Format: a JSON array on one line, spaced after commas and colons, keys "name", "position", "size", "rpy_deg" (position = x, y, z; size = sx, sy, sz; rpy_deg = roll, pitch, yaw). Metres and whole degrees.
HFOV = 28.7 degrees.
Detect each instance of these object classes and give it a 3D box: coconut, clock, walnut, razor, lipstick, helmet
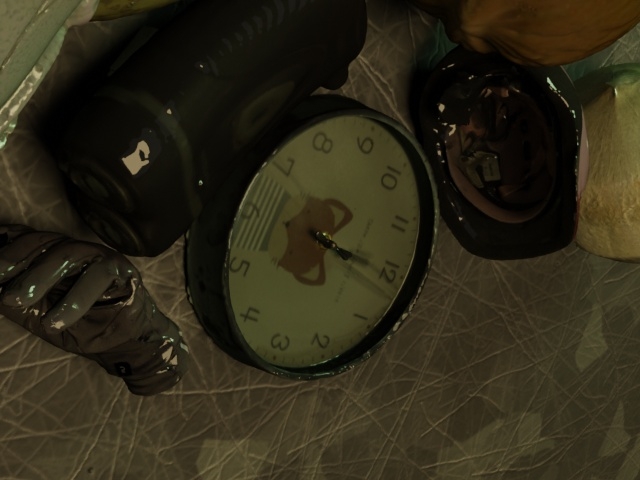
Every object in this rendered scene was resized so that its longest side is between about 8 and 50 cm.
[{"name": "coconut", "position": [0.387, -0.111, 1.569], "size": [0.245, 0.245, 0.247], "rpy_deg": [-41, 131, -22]}, {"name": "clock", "position": [0.000, 0.000, 1.397], "size": [0.325, 0.067, 0.325], "rpy_deg": [-15, 115, -36]}, {"name": "walnut", "position": [0.224, -0.332, 1.300], "size": [0.333, 0.333, 0.332], "rpy_deg": [-16, 116, -36]}, {"name": "razor", "position": [-0.097, -0.141, 1.198], "size": [0.349, 0.113, 0.204], "rpy_deg": [-46, 159, -23]}, {"name": "lipstick", "position": [-0.192, -0.146, 1.199], "size": [0.129, 0.030, 0.030], "rpy_deg": [-54, 133, -11]}, {"name": "helmet", "position": [0.225, -0.121, 1.463], "size": [0.154, 0.198, 0.253], "rpy_deg": [-47, 120, -49]}]

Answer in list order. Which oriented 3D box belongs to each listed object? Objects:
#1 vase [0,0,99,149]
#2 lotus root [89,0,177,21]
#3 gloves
[{"name": "vase", "position": [-0.276, -0.182, 0.896], "size": [0.445, 0.250, 0.250], "rpy_deg": [-35, 130, 4]}, {"name": "lotus root", "position": [-0.153, -0.293, 1.100], "size": [0.309, 0.173, 0.173], "rpy_deg": [-26, 122, -33]}, {"name": "gloves", "position": [-0.234, 0.061, 1.191], "size": [0.285, 0.142, 0.119], "rpy_deg": [41, 41, -52]}]
